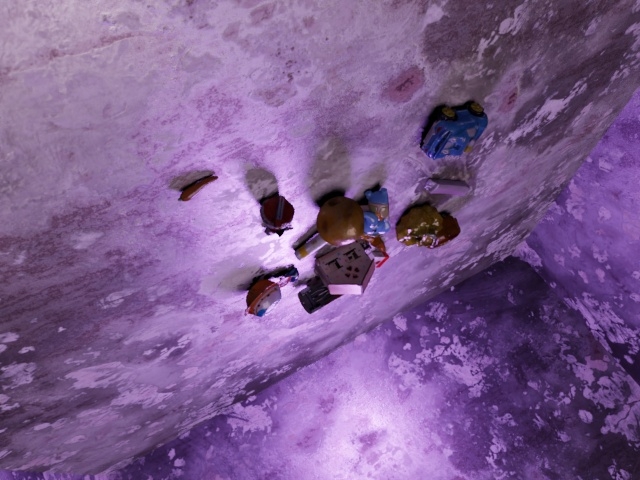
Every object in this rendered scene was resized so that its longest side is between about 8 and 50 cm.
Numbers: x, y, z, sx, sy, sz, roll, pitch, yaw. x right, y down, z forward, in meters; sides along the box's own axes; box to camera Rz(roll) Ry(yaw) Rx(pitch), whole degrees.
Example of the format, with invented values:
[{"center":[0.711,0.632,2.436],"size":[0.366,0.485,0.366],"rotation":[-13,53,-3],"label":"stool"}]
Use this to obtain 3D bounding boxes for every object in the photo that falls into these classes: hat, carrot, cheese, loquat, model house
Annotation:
[{"center":[-0.171,-0.064,1.588],"size":[0.129,0.140,0.227],"rotation":[-9,159,-20],"label":"hat"},{"center":[-0.376,-0.160,1.304],"size":[0.142,0.035,0.035],"rotation":[-35,153,-5],"label":"carrot"},{"center":[-0.232,0.242,2.009],"size":[0.329,0.129,0.217],"rotation":[-38,164,-31],"label":"cheese"},{"center":[0.082,-0.075,1.734],"size":[0.213,0.213,0.213],"rotation":[-25,152,-14],"label":"loquat"},{"center":[0.321,0.027,2.302],"size":[0.061,0.061,0.210],"rotation":[-37,157,9],"label":"carrot"},{"center":[0.157,0.150,2.133],"size":[0.326,0.244,0.169],"rotation":[-28,150,-10],"label":"model house"}]

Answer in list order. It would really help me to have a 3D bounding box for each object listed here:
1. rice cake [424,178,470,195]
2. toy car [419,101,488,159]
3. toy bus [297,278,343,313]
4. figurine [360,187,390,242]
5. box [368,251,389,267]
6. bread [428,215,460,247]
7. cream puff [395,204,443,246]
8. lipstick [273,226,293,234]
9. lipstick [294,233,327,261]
[{"center":[0.649,-0.268,2.151],"size":[0.365,0.056,0.072],"rotation":[-2,139,-44],"label":"rice cake"},{"center":[0.551,-0.419,1.692],"size":[0.314,0.166,0.198],"rotation":[-16,152,-29],"label":"toy car"},{"center":[0.041,0.262,2.294],"size":[0.329,0.143,0.153],"rotation":[-31,176,-6],"label":"toy bus"},{"center":[0.218,-0.117,1.890],"size":[0.180,0.153,0.262],"rotation":[-13,131,-16],"label":"figurine"},{"center":[0.315,0.113,2.442],"size":[0.152,0.048,0.100],"rotation":[4,137,-46],"label":"box"},{"center":[0.691,-0.045,2.475],"size":[0.247,0.135,0.232],"rotation":[-19,163,-29],"label":"bread"},{"center":[0.534,-0.054,2.247],"size":[0.282,0.185,0.281],"rotation":[-27,151,-17],"label":"cream puff"},{"center":[-0.149,-0.046,1.730],"size":[0.107,0.025,0.025],"rotation":[-10,146,-46],"label":"lipstick"},{"center":[0.000,0.000,1.899],"size":[0.264,0.059,0.059],"rotation":[-35,153,17],"label":"lipstick"}]
